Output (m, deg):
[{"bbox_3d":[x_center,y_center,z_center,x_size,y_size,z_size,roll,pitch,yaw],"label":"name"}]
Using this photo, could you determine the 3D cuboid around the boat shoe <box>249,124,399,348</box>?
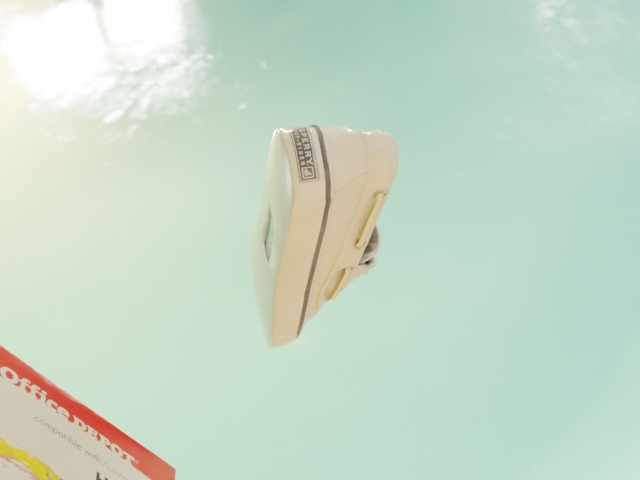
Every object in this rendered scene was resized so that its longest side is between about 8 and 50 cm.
[{"bbox_3d":[0.000,0.000,0.824,0.088,0.267,0.096,-6,58,-13],"label":"boat shoe"}]

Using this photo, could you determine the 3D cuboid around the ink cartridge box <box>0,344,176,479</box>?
[{"bbox_3d":[-0.143,0.143,0.530,0.078,0.134,0.231,-39,28,16],"label":"ink cartridge box"}]
